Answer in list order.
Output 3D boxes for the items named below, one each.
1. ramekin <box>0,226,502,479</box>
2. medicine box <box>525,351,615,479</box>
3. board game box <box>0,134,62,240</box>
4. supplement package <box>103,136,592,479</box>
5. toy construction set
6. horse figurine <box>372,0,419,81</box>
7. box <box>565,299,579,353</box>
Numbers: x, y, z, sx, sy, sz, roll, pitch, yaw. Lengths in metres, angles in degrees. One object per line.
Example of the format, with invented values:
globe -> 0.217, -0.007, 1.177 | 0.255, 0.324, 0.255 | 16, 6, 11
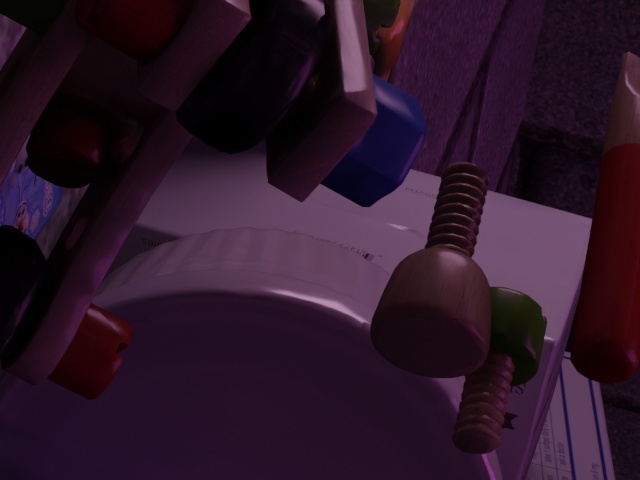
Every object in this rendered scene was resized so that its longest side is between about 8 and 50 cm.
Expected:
ramekin -> -0.038, 0.118, 0.960 | 0.127, 0.273, 0.273 | -74, 176, -64
medicine box -> 0.048, 0.175, 1.290 | 0.263, 0.289, 0.149 | -82, -175, -64
board game box -> -0.141, -0.029, 0.836 | 0.090, 0.020, 0.090 | -65, 167, -49
supplement package -> 0.014, 0.050, 1.118 | 0.204, 0.262, 0.145 | -54, 157, -65
toy construction set -> -0.020, -0.078, 0.692 | 0.257, 0.309, 0.237 | 106, 0, -54
horse figurine -> 0.045, -0.190, 1.508 | 0.174, 0.066, 0.263 | 104, 6, -48
box -> 0.131, 0.055, 1.765 | 0.165, 0.270, 0.143 | 1, 104, -80
